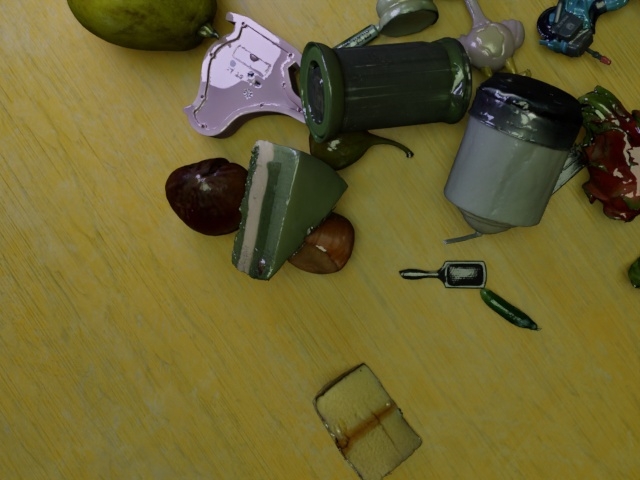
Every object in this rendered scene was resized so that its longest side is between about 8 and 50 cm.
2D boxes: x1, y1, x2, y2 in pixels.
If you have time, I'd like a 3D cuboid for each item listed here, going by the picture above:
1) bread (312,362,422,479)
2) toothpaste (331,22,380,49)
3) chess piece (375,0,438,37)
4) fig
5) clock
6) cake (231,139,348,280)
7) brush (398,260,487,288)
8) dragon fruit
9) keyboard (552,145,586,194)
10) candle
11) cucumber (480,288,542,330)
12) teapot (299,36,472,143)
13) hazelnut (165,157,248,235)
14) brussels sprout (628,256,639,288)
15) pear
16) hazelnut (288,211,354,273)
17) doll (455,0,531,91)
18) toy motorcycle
[{"bbox_3d":[0.099,0.405,1.608,0.135,0.178,0.240,-35,85,10],"label":"bread"},{"bbox_3d":[0.057,-0.427,1.651,0.204,0.031,0.049,-30,86,12],"label":"toothpaste"},{"bbox_3d":[0.164,-0.573,1.583,0.133,0.133,0.243,-14,84,9],"label":"chess piece"},{"bbox_3d":[0.091,-0.209,1.620,0.236,0.124,0.124,5,93,-2],"label":"fig"},{"bbox_3d":[-0.138,-0.323,1.654,0.290,0.080,0.275,32,98,11],"label":"clock"},{"bbox_3d":[-0.107,-0.076,1.552,0.158,0.172,0.283,22,69,47],"label":"cake"},{"bbox_3d":[0.271,0.076,1.646,0.193,0.016,0.063,0,92,9],"label":"brush"},{"bbox_3d":[0.600,-0.168,1.513,0.269,0.198,0.200,40,124,6],"label":"dragon fruit"},{"bbox_3d":[0.506,-0.135,1.603,0.155,0.010,0.053,-41,87,8],"label":"keyboard"},{"bbox_3d":[0.377,-0.151,1.506,0.221,0.221,0.342,20,113,8],"label":"candle"},{"bbox_3d":[0.412,0.157,1.618,0.155,0.037,0.037,34,97,7],"label":"cucumber"},{"bbox_3d":[0.134,-0.326,1.537,0.337,0.270,0.200,-8,116,-16],"label":"teapot"},{"bbox_3d":[-0.248,-0.102,1.646,0.204,0.178,0.178,22,96,17],"label":"hazelnut"},{"bbox_3d":[0.739,0.063,1.538,0.181,0.100,0.139,-27,69,20],"label":"brussels sprout"},{"bbox_3d":[-0.376,-0.541,1.600,0.375,0.287,0.287,32,97,-3],"label":"pear"},{"bbox_3d":[0.000,0.000,1.629,0.150,0.150,0.150,0,93,9],"label":"hazelnut"},{"bbox_3d":[0.333,-0.492,1.573,0.160,0.094,0.365,-18,90,6],"label":"doll"},{"bbox_3d":[0.580,-0.492,1.529,0.182,0.123,0.272,42,96,27],"label":"toy motorcycle"}]
